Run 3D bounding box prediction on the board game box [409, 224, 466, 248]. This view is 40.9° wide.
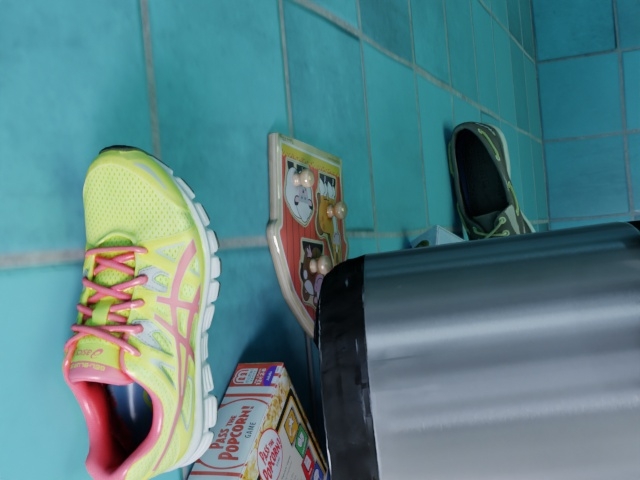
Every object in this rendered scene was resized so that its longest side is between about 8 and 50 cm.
[{"bbox_3d":[0.247,0.183,1.165,0.317,0.066,0.319,28,52,-22],"label":"board game box"}]

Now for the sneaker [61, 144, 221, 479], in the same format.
[{"bbox_3d":[-0.111,0.049,0.505,0.094,0.081,0.209,-23,107,-65],"label":"sneaker"}]

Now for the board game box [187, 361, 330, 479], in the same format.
[{"bbox_3d":[-0.039,0.218,0.694,0.147,0.045,0.194,-67,146,-49],"label":"board game box"}]

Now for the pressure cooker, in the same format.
[{"bbox_3d":[0.222,0.164,0.760,0.370,0.420,0.376,-77,159,-76],"label":"pressure cooker"}]

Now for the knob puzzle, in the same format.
[{"bbox_3d":[0.000,0.000,0.859,0.213,0.029,0.213,-5,90,-69],"label":"knob puzzle"}]

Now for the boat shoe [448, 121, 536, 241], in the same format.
[{"bbox_3d":[0.293,-0.047,1.474,0.096,0.116,0.325,-5,82,-58],"label":"boat shoe"}]
